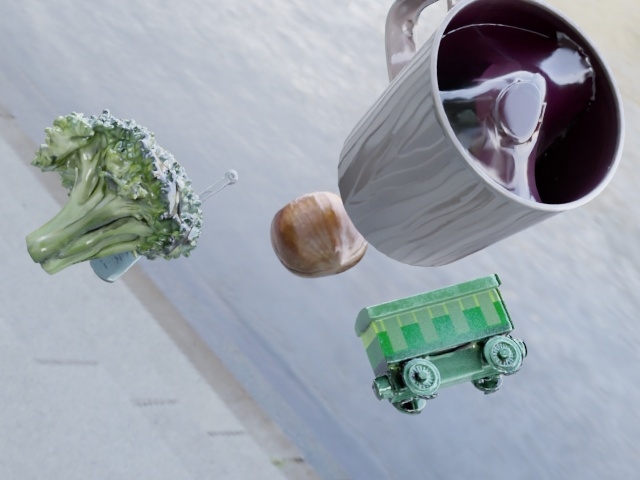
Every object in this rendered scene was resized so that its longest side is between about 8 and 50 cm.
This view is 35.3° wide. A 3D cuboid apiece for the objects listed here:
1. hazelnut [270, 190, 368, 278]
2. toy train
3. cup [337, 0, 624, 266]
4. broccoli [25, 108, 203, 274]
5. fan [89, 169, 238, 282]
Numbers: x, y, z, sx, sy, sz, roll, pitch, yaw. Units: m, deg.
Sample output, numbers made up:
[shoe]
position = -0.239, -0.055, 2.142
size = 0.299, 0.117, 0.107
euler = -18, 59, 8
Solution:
[hazelnut]
position = 0.000, 0.000, 1.599
size = 0.150, 0.150, 0.150
euler = 24, 30, -15
[toy train]
position = 0.211, 0.182, 1.765
size = 0.301, 0.120, 0.202
euler = -14, 70, -19
[cup]
position = 0.136, -0.125, 1.054
size = 0.208, 0.273, 0.288
euler = -39, 89, -26
[broccoli]
position = -0.300, -0.045, 1.410
size = 0.247, 0.243, 0.263
euler = 44, -15, 44
[fan]
position = -0.236, -0.026, 1.578
size = 0.282, 0.023, 0.057
euler = -36, 78, -22
